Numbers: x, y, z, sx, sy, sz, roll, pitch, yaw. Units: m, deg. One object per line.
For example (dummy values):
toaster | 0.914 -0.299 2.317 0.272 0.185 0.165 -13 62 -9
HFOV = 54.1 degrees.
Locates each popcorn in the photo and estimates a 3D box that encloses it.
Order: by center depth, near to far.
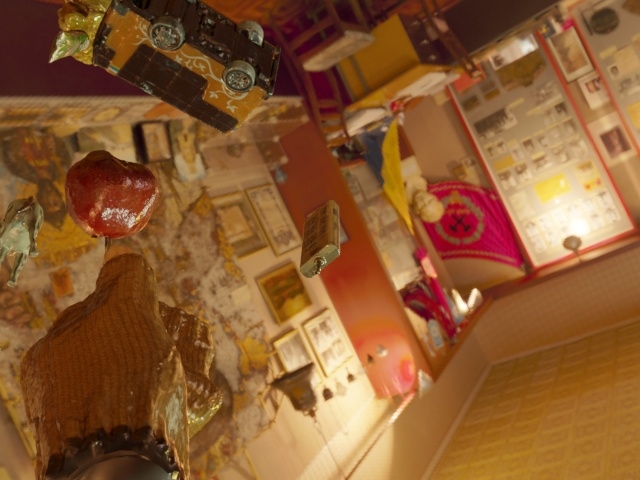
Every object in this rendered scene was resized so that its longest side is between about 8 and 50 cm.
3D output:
popcorn | -0.720 -0.679 1.998 0.195 0.256 0.255 7 158 15

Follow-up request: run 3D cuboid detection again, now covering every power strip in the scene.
power strip | 0.000 0.000 1.297 0.092 0.034 0.268 -39 -160 19

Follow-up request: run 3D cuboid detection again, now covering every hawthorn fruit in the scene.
hawthorn fruit | -0.523 -0.086 1.565 0.210 0.266 0.230 -5 170 21

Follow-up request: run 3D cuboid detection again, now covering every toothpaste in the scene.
toothpaste | -0.572 -0.450 1.428 0.078 0.047 0.248 -59 -163 14

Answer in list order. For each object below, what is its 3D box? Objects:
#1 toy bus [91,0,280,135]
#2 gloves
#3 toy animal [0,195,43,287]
toy bus | -0.259 -0.364 1.213 0.323 0.162 0.194 26 140 -26
gloves | -0.185 0.134 0.571 0.155 0.203 0.356 -14 -158 -2
toy animal | -0.638 0.013 1.301 0.090 0.170 0.255 19 151 -29
